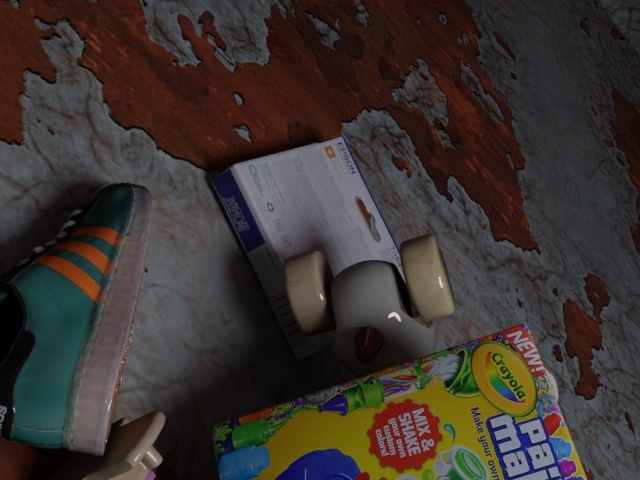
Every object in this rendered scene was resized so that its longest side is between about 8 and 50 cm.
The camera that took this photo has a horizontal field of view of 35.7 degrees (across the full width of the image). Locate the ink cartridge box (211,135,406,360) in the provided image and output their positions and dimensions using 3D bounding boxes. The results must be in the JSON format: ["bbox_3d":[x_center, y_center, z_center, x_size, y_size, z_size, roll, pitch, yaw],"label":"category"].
[{"bbox_3d":[0.000,0.000,1.140,0.224,0.045,0.223,-21,85,-54],"label":"ink cartridge box"}]

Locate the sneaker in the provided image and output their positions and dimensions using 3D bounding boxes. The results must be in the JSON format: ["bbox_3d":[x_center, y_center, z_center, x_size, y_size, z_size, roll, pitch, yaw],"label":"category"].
[{"bbox_3d":[-0.208,0.040,0.807,0.121,0.108,0.302,11,33,-9],"label":"sneaker"}]

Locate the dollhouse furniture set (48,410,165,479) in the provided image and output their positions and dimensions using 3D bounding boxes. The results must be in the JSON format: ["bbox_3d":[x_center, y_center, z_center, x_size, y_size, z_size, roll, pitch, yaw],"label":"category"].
[{"bbox_3d":[-0.085,0.313,0.692,0.303,0.198,0.286,50,37,-15],"label":"dollhouse furniture set"}]

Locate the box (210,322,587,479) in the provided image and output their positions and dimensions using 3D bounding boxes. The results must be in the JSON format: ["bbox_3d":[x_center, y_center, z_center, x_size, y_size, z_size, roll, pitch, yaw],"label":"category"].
[{"bbox_3d":[0.089,0.266,0.795,0.177,0.279,0.290,62,11,-55],"label":"box"}]

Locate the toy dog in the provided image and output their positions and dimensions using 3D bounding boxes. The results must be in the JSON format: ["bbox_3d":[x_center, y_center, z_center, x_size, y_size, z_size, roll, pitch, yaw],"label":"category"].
[{"bbox_3d":[0.082,0.149,0.983,0.334,0.220,0.161,49,25,-21],"label":"toy dog"}]
